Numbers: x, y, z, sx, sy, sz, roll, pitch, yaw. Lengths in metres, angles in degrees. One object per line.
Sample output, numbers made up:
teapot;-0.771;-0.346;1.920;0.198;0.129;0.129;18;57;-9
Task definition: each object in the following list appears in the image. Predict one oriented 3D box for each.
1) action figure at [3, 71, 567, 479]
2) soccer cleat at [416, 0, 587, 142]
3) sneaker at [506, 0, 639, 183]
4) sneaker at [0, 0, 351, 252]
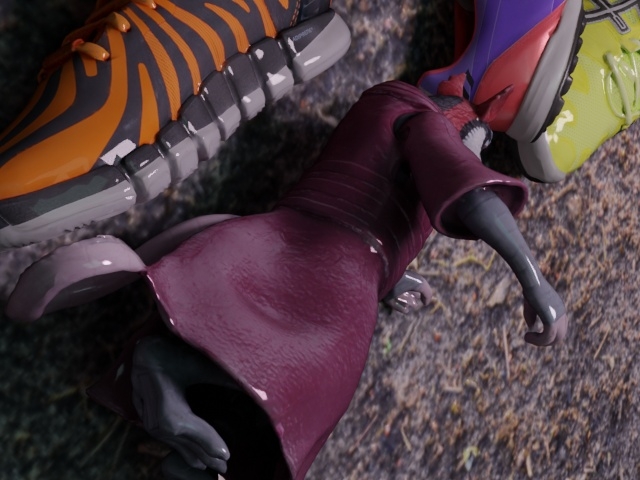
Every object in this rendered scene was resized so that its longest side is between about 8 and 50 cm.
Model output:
action figure;0.000;0.000;0.668;0.275;0.248;0.370;41;63;-13
soccer cleat;0.174;-0.242;0.850;0.116;0.108;0.318;17;76;0
sneaker;0.303;-0.194;0.957;0.385;0.147;0.145;-47;126;-30
sneaker;-0.117;-0.131;0.569;0.321;0.124;0.180;-46;120;-45
